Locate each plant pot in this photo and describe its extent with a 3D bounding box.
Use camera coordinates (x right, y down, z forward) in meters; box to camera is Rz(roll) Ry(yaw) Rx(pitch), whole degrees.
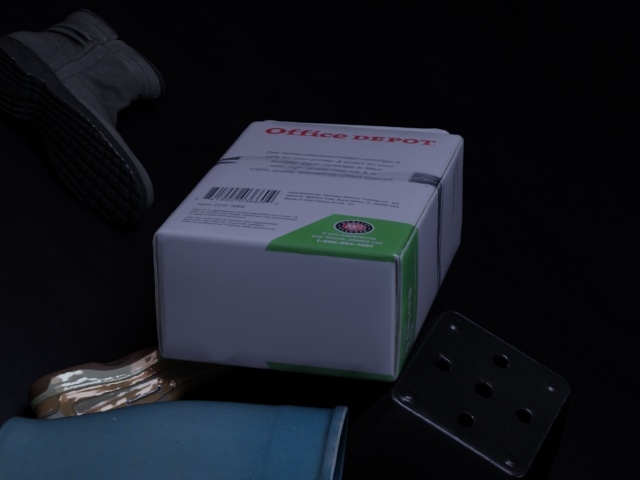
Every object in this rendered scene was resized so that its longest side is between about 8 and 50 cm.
[{"bbox_3d":[-0.124,0.240,1.374,0.255,0.272,0.272,8,45,3],"label":"plant pot"},{"bbox_3d":[0.110,0.176,1.586,0.188,0.167,0.187,33,45,5],"label":"plant pot"}]

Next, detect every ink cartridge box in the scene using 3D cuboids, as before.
[{"bbox_3d":[0.000,0.000,1.628,0.211,0.122,0.289,5,24,14],"label":"ink cartridge box"}]

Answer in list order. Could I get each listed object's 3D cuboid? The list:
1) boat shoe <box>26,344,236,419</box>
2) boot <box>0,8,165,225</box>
[{"bbox_3d":[-0.153,0.136,1.587,0.190,0.068,0.072,-15,69,-23],"label":"boat shoe"},{"bbox_3d":[-0.204,-0.132,1.795,0.246,0.083,0.161,47,42,18],"label":"boot"}]
